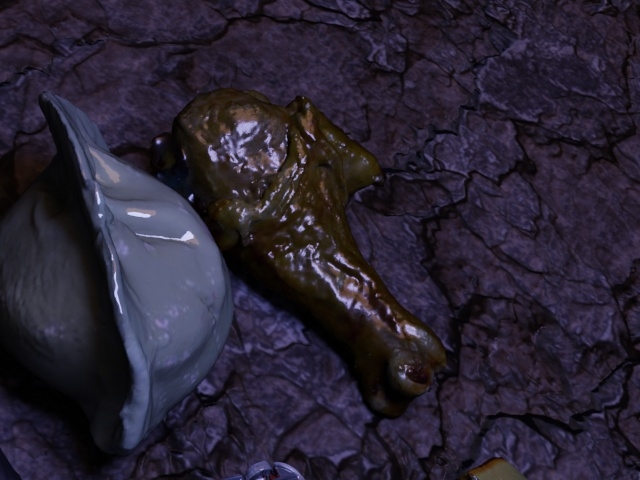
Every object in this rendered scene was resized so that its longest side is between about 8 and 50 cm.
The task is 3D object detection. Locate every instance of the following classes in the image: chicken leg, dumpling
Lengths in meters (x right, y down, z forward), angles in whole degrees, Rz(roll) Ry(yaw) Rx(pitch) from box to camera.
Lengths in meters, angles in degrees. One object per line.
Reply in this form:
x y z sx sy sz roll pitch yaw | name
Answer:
0.000 -0.009 1.882 0.361 0.140 0.211 44 62 1 | chicken leg
-0.201 0.031 1.675 0.320 0.212 0.270 39 2 31 | dumpling

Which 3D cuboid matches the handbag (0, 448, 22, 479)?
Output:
-0.369 0.144 1.535 0.211 0.088 0.254 -10 50 -35 | handbag

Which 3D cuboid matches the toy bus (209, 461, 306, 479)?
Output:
-0.087 0.244 1.603 0.174 0.077 0.079 -7 52 -36 | toy bus

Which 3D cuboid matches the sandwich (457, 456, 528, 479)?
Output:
0.188 0.240 1.721 0.117 0.144 0.187 42 42 11 | sandwich
